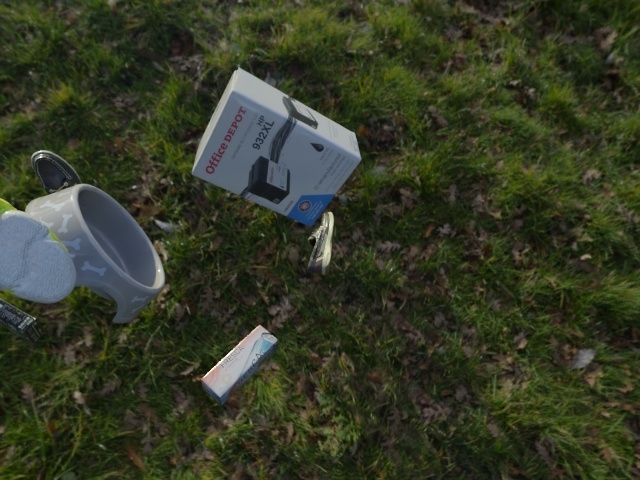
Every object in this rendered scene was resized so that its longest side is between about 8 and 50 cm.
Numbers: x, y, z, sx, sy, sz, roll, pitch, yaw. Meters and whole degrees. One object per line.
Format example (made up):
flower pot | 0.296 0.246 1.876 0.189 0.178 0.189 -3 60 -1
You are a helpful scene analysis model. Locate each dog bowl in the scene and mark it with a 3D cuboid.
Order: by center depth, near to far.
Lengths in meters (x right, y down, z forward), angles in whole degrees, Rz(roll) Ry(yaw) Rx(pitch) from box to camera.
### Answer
dog bowl | -0.502 0.020 0.976 0.102 0.348 0.348 -33 62 -2

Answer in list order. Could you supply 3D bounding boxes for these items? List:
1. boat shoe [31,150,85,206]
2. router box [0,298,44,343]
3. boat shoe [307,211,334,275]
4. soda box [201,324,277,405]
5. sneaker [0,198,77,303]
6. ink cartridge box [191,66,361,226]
boat shoe | -0.641 -0.120 1.054 0.081 0.227 0.068 -28 42 -11
router box | -0.719 0.194 0.987 0.092 0.122 0.038 32 56 -6
boat shoe | 0.000 0.001 1.217 0.074 0.080 0.223 6 52 -3
soda box | -0.181 0.282 0.949 0.063 0.058 0.183 35 54 19
sneaker | -0.418 -0.009 0.516 0.126 0.240 0.091 -10 39 54
ink cartridge box | -0.100 -0.197 0.940 0.308 0.223 0.129 23 36 -23
